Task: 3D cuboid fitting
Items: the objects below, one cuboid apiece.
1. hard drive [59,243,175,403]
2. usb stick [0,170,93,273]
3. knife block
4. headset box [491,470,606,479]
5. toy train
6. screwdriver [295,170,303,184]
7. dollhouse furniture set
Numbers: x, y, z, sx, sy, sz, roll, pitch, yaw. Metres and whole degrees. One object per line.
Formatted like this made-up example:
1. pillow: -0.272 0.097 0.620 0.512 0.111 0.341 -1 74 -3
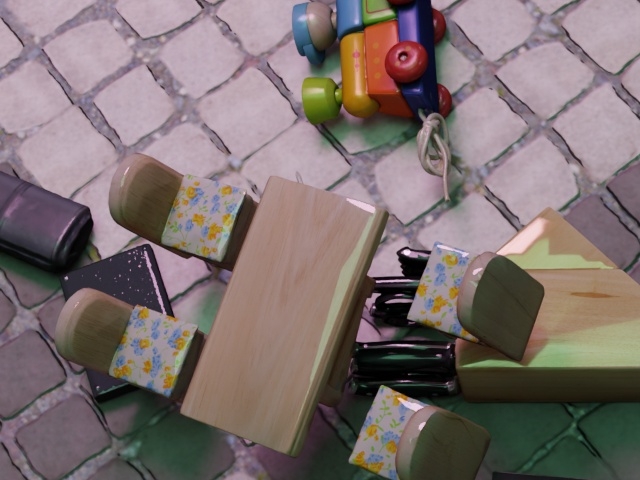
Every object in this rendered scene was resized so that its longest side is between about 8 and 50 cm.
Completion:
1. hard drive: -0.187 0.077 1.718 0.094 0.022 0.135 -20 64 1
2. usb stick: -0.352 -0.045 1.791 0.278 0.045 0.077 22 72 19
3. knife block: 0.166 0.102 1.608 0.242 0.088 0.275 -42 66 -9
4. headset box: 0.271 0.313 1.448 0.293 0.110 0.218 2 51 13
5. toy train: 0.046 -0.139 1.740 0.143 0.105 0.248 -10 64 17
6. screwdriver: 0.000 0.000 1.720 0.024 0.025 0.170 -19 64 1
7. dollhouse furniture set: -0.076 0.134 1.484 0.362 0.256 0.394 17 83 29
